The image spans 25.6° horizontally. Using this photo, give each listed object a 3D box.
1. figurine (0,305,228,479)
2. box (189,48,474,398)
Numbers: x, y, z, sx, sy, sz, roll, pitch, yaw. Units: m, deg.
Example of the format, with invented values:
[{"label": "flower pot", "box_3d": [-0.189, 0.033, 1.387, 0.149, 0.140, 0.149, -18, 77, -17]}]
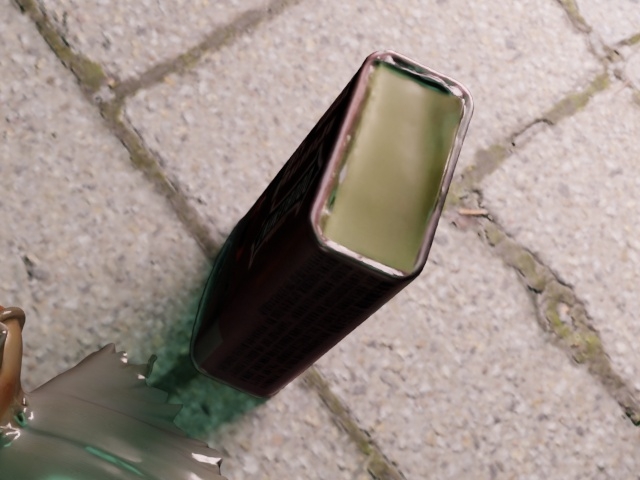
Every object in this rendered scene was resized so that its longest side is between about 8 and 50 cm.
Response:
[{"label": "figurine", "box_3d": [-0.189, 0.082, 0.688, 0.387, 0.166, 0.207, 34, 46, -8]}, {"label": "box", "box_3d": [0.000, 0.000, 0.752, 0.069, 0.224, 0.120, 25, 65, -10]}]
